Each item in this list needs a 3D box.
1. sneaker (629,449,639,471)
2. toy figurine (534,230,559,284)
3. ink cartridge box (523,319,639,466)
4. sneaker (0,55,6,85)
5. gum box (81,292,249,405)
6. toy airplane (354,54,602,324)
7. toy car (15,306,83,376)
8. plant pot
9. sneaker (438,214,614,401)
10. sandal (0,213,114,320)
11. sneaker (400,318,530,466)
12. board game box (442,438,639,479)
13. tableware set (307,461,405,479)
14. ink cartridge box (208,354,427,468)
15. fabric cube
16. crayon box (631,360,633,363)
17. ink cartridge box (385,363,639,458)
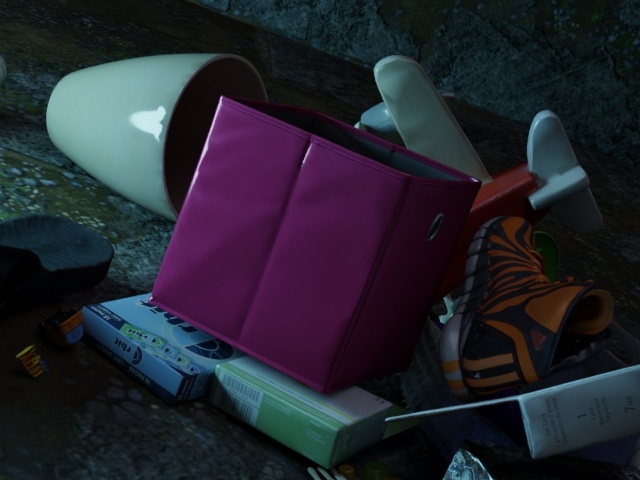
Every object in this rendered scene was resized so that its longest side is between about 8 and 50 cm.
[{"bbox_3d":[0.504,0.335,1.549,0.350,0.131,0.148,21,-21,-10],"label":"sneaker"},{"bbox_3d":[0.285,0.033,2.191,0.173,0.130,0.159,-22,29,-31],"label":"toy figurine"},{"bbox_3d":[0.334,0.199,1.578,0.056,0.225,0.181,3,27,-38],"label":"ink cartridge box"},{"bbox_3d":[-0.566,-0.218,1.874,0.118,0.110,0.292,41,33,25],"label":"sneaker"},{"bbox_3d":[-0.166,0.118,1.508,0.157,0.041,0.184,32,21,25],"label":"gum box"},{"bbox_3d":[0.190,-0.033,1.813,0.384,0.386,0.272,12,6,-24],"label":"toy airplane"},{"bbox_3d":[-0.297,0.115,1.404,0.040,0.060,0.122,63,34,-15],"label":"toy car"},{"bbox_3d":[-0.258,-0.166,1.903,0.274,0.256,0.256,15,13,28],"label":"plant pot"},{"bbox_3d":[0.263,0.071,1.540,0.180,0.124,0.321,-12,31,26],"label":"sneaker"},{"bbox_3d":[-0.383,0.015,1.431,0.167,0.107,0.446,26,21,15],"label":"sandal"},{"bbox_3d":[0.207,0.215,1.585,0.146,0.102,0.293,11,32,-32],"label":"sneaker"},{"bbox_3d":[0.259,0.342,1.242,0.232,0.141,0.291,13,21,-27],"label":"board game box"},{"bbox_3d":[0.055,0.273,1.342,0.104,0.024,0.154,-2,19,-23],"label":"tableware set"},{"bbox_3d":[0.007,0.178,1.500,0.171,0.056,0.235,24,20,28],"label":"ink cartridge box"},{"bbox_3d":[0.000,0.000,1.527,0.259,0.258,0.254,25,10,22],"label":"fabric cube"},{"bbox_3d":[0.516,0.164,1.908,0.081,0.165,0.278,27,10,12],"label":"crayon box"},{"bbox_3d":[0.219,0.180,1.316,0.261,0.066,0.296,-15,-9,10],"label":"ink cartridge box"}]
